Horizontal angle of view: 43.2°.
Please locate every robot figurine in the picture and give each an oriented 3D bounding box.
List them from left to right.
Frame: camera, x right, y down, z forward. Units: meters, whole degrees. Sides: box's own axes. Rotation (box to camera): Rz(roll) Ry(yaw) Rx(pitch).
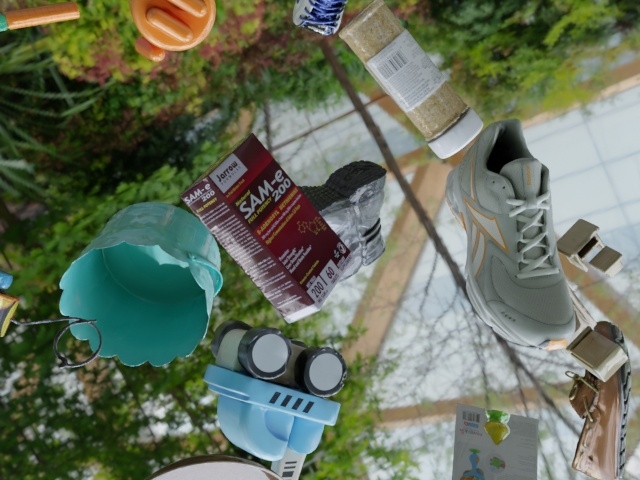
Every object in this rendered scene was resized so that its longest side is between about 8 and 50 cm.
[{"bbox_3d":[-0.234,-0.367,1.254,0.128,0.158,0.219,-11,-153,-11],"label":"robot figurine"}]

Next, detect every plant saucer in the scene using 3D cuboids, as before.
[{"bbox_3d":[-0.126,0.295,0.893,0.198,0.199,0.036,-26,-142,6],"label":"plant saucer"}]

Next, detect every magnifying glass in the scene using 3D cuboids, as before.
[{"bbox_3d":[-0.413,-0.265,0.994,0.231,0.026,0.092,-21,-151,-26],"label":"magnifying glass"}]

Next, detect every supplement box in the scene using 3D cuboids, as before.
[{"bbox_3d":[-0.070,-0.017,1.142,0.073,0.239,0.130,-29,-163,42],"label":"supplement box"}]

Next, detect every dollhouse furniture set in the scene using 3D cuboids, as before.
[{"bbox_3d":[0.329,0.051,1.014,0.161,0.101,0.182,-45,-150,-3],"label":"dollhouse furniture set"}]

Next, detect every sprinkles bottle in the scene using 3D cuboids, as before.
[{"bbox_3d":[0.194,-0.343,1.721,0.121,0.355,0.121,-40,-170,9],"label":"sprinkles bottle"}]

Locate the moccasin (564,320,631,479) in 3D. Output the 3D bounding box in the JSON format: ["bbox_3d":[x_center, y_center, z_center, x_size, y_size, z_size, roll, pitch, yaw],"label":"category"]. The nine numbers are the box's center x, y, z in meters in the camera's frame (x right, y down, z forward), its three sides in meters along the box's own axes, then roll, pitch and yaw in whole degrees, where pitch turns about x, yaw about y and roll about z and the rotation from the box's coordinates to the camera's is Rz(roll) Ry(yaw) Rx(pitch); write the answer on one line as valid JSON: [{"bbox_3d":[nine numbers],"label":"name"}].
[{"bbox_3d":[0.613,0.356,1.808,0.146,0.380,0.139,6,-153,24],"label":"moccasin"}]

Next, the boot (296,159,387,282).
[{"bbox_3d":[0.000,0.000,1.560,0.338,0.223,0.118,-21,-141,-26],"label":"boot"}]

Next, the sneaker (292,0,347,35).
[{"bbox_3d":[0.026,-0.516,1.681,0.127,0.182,0.315,7,-163,-16],"label":"sneaker"}]

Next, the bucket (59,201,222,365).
[{"bbox_3d":[-0.316,0.076,1.488,0.281,0.281,0.183,-23,-155,19],"label":"bucket"}]

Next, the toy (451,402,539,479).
[{"bbox_3d":[0.264,0.383,1.254,0.056,0.136,0.237,106,-5,-62],"label":"toy"}]

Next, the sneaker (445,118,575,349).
[{"bbox_3d":[0.199,-0.015,0.830,0.099,0.263,0.121,-3,143,-15],"label":"sneaker"}]

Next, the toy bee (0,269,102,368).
[{"bbox_3d":[-0.437,0.062,1.004,0.298,0.195,0.162,1,172,-1],"label":"toy bee"}]

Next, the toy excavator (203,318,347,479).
[{"bbox_3d":[-0.084,0.439,1.781,0.222,0.432,0.445,2,-109,62],"label":"toy excavator"}]
